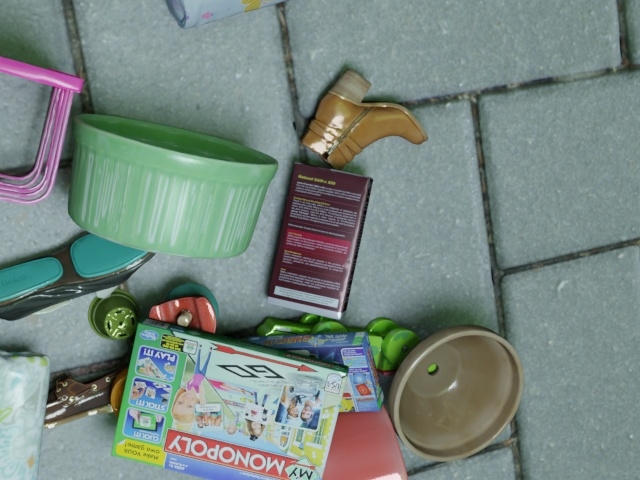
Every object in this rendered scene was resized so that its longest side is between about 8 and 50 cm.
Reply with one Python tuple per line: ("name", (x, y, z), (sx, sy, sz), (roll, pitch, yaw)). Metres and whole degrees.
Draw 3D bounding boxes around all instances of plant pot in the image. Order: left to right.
("plant pot", (-0.319, 0.123, 1.529), (0.083, 0.079, 0.083), (-2, 97, -20))
("plant pot", (0.002, 0.407, 1.601), (0.243, 0.275, 0.275), (-11, 100, -8))
("plant pot", (0.207, 0.237, 1.606), (0.237, 0.110, 0.237), (-8, 112, -20))

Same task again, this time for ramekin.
("ramekin", (-0.225, -0.079, 1.429), (0.303, 0.303, 0.148), (10, 101, -21))

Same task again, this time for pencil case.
("pencil case", (-0.116, -0.421, 1.520), (0.273, 0.113, 0.124), (-18, 65, -16))

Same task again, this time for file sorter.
("file sorter", (-0.460, -0.165, 1.334), (0.202, 0.291, 0.182), (13, 95, -21))

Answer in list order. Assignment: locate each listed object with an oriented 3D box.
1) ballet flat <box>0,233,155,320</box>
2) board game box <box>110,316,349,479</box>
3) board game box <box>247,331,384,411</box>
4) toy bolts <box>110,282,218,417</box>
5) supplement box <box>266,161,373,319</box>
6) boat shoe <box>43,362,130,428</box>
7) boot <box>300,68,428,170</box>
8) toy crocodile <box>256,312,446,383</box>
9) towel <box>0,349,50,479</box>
("ballet flat", (-0.380, 0.053, 1.496), (0.280, 0.095, 0.096), (-17, 146, -8))
("board game box", (-0.136, 0.254, 1.449), (0.317, 0.046, 0.213), (13, 99, 1))
("board game box", (-0.010, 0.214, 1.558), (0.201, 0.035, 0.136), (-4, 120, 19))
("toy bolts", (-0.219, 0.180, 1.545), (0.218, 0.158, 0.228), (-5, 99, 4))
("supplement box", (0.000, 0.000, 1.609), (0.130, 0.073, 0.239), (13, 93, 8))
("boat shoe", (-0.387, 0.245, 1.527), (0.207, 0.073, 0.073), (-13, 99, -25))
("boot", (0.073, -0.177, 1.645), (0.197, 0.073, 0.152), (33, 89, -16))
("toy crocodile", (0.057, 0.185, 1.654), (0.341, 0.115, 0.105), (9, 94, -21))
("towel", (-0.601, 0.306, 1.410), (0.375, 0.090, 0.320), (7, 95, -8))
